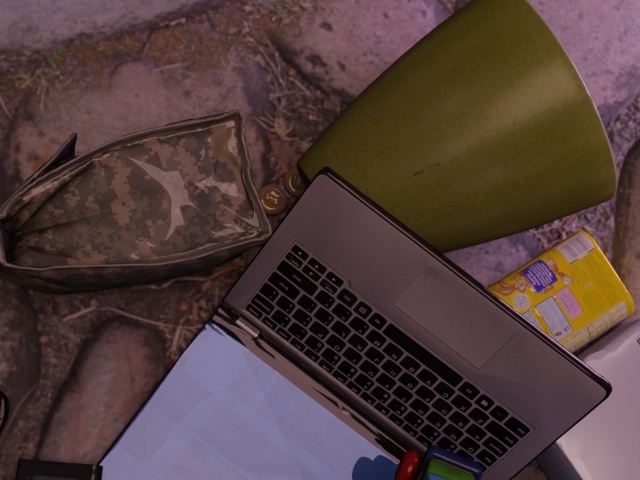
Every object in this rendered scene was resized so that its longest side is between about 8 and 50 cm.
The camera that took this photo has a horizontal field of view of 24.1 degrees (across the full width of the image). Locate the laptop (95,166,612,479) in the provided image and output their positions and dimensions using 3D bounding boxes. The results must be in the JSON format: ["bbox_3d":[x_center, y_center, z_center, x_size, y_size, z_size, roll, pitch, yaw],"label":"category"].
[{"bbox_3d":[0.020,0.212,1.609,0.382,0.408,0.236,37,44,-2],"label":"laptop"}]

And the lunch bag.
[{"bbox_3d":[-0.220,-0.030,1.608,0.287,0.235,0.169,-14,87,-11],"label":"lunch bag"}]

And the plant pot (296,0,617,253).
[{"bbox_3d":[0.132,-0.098,1.675,0.293,0.275,0.275,-28,85,-4],"label":"plant pot"}]

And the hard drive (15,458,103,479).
[{"bbox_3d":[-0.291,0.309,1.632,0.094,0.022,0.135,3,79,11],"label":"hard drive"}]

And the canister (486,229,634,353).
[{"bbox_3d":[0.265,0.080,1.747,0.170,0.073,0.126,-31,85,-14],"label":"canister"}]

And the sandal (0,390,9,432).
[{"bbox_3d":[-0.466,0.196,1.622,0.254,0.054,0.097,-1,80,-9],"label":"sandal"}]

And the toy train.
[{"bbox_3d":[0.091,0.348,1.546,0.105,0.143,0.248,22,105,3],"label":"toy train"}]

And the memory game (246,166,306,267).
[{"bbox_3d":[0.000,0.000,1.751,0.186,0.012,0.186,2,80,-9],"label":"memory game"}]

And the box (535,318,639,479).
[{"bbox_3d":[0.339,0.212,1.711,0.181,0.119,0.182,-35,87,-12],"label":"box"}]
